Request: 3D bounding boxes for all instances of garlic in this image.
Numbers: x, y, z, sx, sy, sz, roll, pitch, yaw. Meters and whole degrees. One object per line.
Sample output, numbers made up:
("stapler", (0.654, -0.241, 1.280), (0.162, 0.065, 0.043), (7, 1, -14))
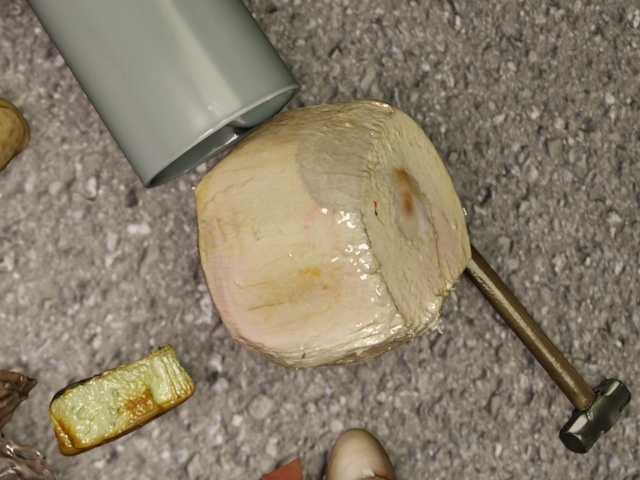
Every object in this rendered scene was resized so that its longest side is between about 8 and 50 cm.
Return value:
("garlic", (0.050, 0.296, 1.179), (0.099, 0.124, 0.174), (-10, 54, -12))

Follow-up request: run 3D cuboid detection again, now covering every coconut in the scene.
("coconut", (0.000, 0.000, 1.145), (0.297, 0.255, 0.297), (34, 47, -47))

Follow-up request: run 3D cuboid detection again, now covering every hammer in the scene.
("hammer", (0.260, 0.109, 1.371), (0.111, 0.043, 0.365), (-42, 94, -27))

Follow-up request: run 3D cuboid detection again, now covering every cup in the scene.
("cup", (-0.186, -0.237, 1.152), (0.205, 0.205, 0.312), (-33, 91, -29))

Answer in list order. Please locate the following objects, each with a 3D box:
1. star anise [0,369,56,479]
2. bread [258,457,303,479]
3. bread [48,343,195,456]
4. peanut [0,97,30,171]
("star anise", (-0.397, 0.209, 0.966), (0.332, 0.117, 0.331), (11, 53, -15))
("bread", (-0.077, 0.327, 1.131), (0.192, 0.067, 0.119), (-25, 88, -28))
("bread", (-0.206, 0.164, 1.079), (0.140, 0.128, 0.069), (-20, 81, -31))
("peanut", (-0.403, -0.085, 1.069), (0.226, 0.095, 0.108), (-28, 87, -30))
